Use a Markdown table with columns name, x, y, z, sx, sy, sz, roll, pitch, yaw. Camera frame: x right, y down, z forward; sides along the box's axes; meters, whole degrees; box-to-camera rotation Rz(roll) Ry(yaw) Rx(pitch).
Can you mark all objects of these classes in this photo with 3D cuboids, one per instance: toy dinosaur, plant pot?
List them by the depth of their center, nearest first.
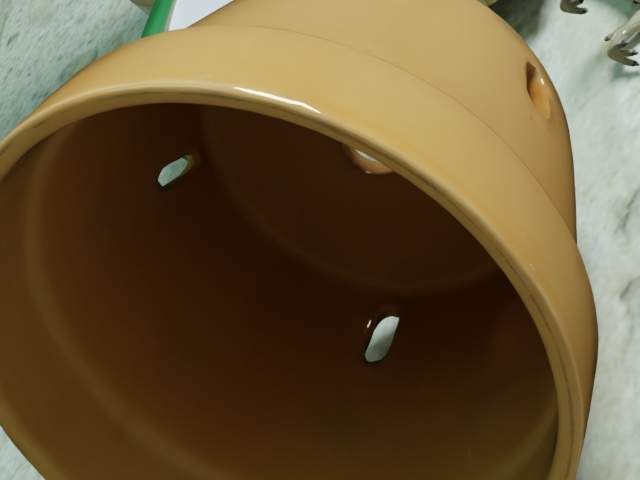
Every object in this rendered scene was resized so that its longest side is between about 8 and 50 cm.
| name | x | y | z | sx | sy | sz | roll | pitch | yaw |
| --- | --- | --- | --- | --- | --- | --- | --- | --- | --- |
| plant pot | 0.000 | 0.000 | 0.839 | 0.291 | 0.291 | 0.203 | -29 | 22 | 37 |
| toy dinosaur | 0.176 | -0.142 | 0.961 | 0.092 | 0.053 | 0.183 | -46 | 24 | -23 |

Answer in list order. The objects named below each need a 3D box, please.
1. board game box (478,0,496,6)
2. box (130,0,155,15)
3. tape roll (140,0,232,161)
| name | x | y | z | sx | sy | sz | roll | pitch | yaw |
| --- | --- | --- | --- | --- | --- | --- | --- | --- | --- |
| board game box | 0.077 | -0.192 | 1.117 | 0.193 | 0.045 | 0.147 | -30 | 36 | 51 |
| box | -0.152 | -0.294 | 1.307 | 0.148 | 0.311 | 0.121 | -14 | 47 | 49 |
| tape roll | -0.004 | -0.189 | 1.122 | 0.321 | 0.077 | 0.321 | -47 | 25 | 30 |
